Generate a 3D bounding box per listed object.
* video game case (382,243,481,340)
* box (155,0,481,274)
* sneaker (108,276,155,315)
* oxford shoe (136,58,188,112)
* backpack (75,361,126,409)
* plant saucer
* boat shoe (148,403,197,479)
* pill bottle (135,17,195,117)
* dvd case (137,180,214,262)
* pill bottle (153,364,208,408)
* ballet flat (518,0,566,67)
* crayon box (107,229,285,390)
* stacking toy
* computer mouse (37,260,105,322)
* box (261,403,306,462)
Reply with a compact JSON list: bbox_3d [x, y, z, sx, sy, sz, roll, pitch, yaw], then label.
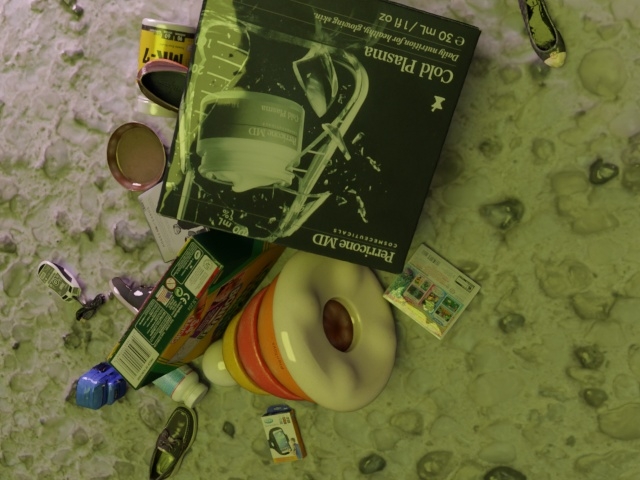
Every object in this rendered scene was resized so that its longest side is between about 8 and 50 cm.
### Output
[{"bbox_3d":[0.237,0.109,1.646,0.157,0.019,0.143,37,90,11],"label":"video game case"},{"bbox_3d":[-0.018,-0.246,1.470,0.479,0.297,0.472,14,108,-8],"label":"box"},{"bbox_3d":[-0.423,0.136,1.910,0.222,0.083,0.118,38,79,27],"label":"sneaker"},{"bbox_3d":[-0.220,-0.291,1.662,0.363,0.133,0.130,14,103,-9],"label":"oxford shoe"},{"bbox_3d":[-0.563,0.376,1.973,0.101,0.120,0.098,8,102,20],"label":"backpack"},{"bbox_3d":[-0.443,-0.204,1.869,0.168,0.029,0.169,4,101,20],"label":"plant saucer"},{"bbox_3d":[-0.378,0.522,1.954,0.080,0.073,0.224,28,109,14],"label":"boat shoe"},{"bbox_3d":[-0.356,-0.391,1.752,0.119,0.119,0.209,14,105,18],"label":"pill bottle"},{"bbox_3d":[-0.335,-0.056,1.804,0.238,0.029,0.179,-20,93,49],"label":"dvd case"},{"bbox_3d":[-0.360,0.341,1.907,0.160,0.087,0.087,37,111,11],"label":"pill bottle"},{"bbox_3d":[0.423,-0.412,1.485,0.057,0.049,0.173,-25,90,24],"label":"ballet flat"},{"bbox_3d":[-0.262,0.131,1.707,0.106,0.313,0.363,42,112,13],"label":"crayon box"},{"bbox_3d":[-0.104,0.227,1.714,0.479,0.350,0.351,-20,92,40],"label":"stacking toy"},{"bbox_3d":[-0.653,0.122,2.006,0.193,0.042,0.106,44,116,2],"label":"computer mouse"},{"bbox_3d":[-0.091,0.466,1.859,0.081,0.028,0.136,-15,96,23],"label":"box"}]
